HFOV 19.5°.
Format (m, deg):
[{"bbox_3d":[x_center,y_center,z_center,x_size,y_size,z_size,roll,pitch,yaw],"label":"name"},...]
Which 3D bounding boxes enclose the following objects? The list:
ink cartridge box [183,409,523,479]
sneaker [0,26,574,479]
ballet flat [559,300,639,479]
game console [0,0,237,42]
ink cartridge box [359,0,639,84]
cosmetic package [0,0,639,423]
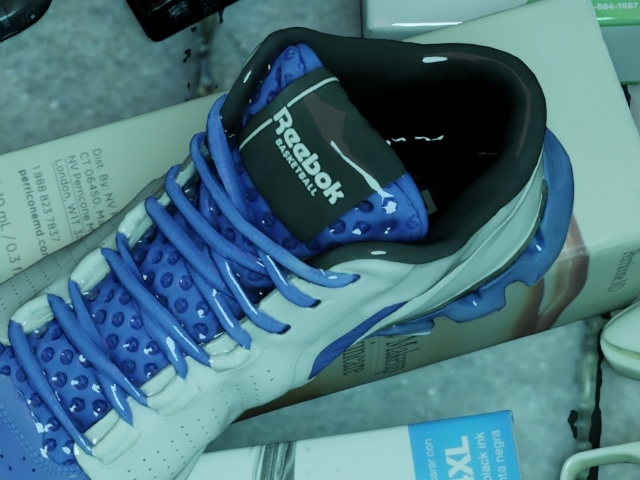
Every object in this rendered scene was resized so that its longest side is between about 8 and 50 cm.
[{"bbox_3d":[-0.010,0.145,0.846,0.203,0.148,0.085,-7,71,0],"label":"ink cartridge box"},{"bbox_3d":[-0.038,0.004,0.721,0.316,0.182,0.127,-30,73,-8],"label":"sneaker"},{"bbox_3d":[0.181,0.104,0.887,0.124,0.116,0.342,12,76,26],"label":"ballet flat"},{"bbox_3d":[-0.184,-0.175,1.016,0.361,0.044,0.213,-28,71,-7],"label":"game console"},{"bbox_3d":[0.095,-0.192,0.984,0.154,0.093,0.212,-2,73,0],"label":"ink cartridge box"},{"bbox_3d":[0.000,0.000,0.894,0.296,0.153,0.129,-17,74,-2],"label":"cosmetic package"}]
